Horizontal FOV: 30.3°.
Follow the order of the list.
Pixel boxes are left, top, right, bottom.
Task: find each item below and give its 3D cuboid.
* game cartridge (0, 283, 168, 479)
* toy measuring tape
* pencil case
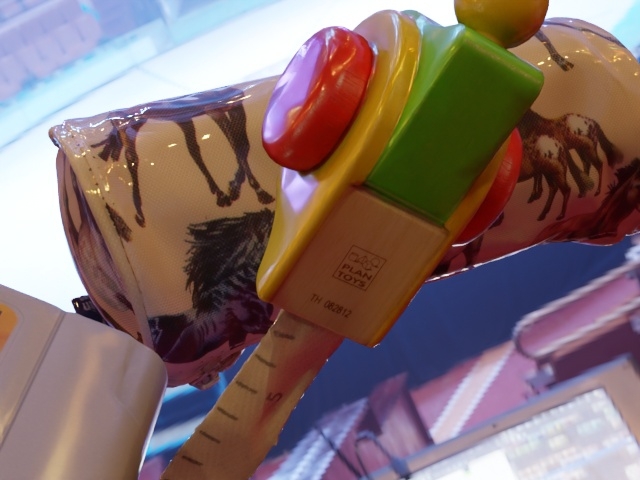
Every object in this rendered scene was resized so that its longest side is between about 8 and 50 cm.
[{"bbox_3d":[-0.219,0.064,0.495,0.198,0.297,0.062,-86,20,-65],"label":"game cartridge"},{"bbox_3d":[0.000,0.000,0.572,0.330,0.121,0.121,-56,12,22],"label":"toy measuring tape"},{"bbox_3d":[0.038,-0.031,0.779,0.410,0.184,0.160,-16,8,-20],"label":"pencil case"}]
